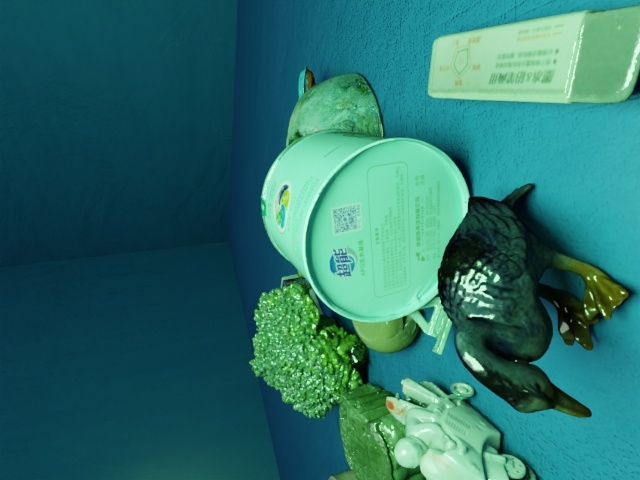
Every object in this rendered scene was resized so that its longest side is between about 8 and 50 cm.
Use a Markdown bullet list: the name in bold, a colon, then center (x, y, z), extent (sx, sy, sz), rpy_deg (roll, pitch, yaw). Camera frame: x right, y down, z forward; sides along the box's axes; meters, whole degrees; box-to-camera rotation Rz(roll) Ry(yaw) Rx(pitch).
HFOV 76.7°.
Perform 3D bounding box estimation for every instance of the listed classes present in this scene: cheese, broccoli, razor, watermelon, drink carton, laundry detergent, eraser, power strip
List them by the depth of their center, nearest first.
- **eraser**: center (0.233, -0.221, 0.506), extent (0.352, 0.061, 0.089), rpy_deg (-137, 44, -60)
- **laundry detergent**: center (0.054, -0.050, 0.726), extent (0.305, 0.287, 0.287), rpy_deg (-142, 48, -62)
- **razor**: center (0.119, 0.107, 0.752), extent (0.278, 0.056, 0.111), rpy_deg (15, 81, 46)
- **cheese**: center (0.136, 0.154, 0.863), extent (0.202, 0.091, 0.175), rpy_deg (-157, 63, -66)
- **watermelon**: center (0.023, -0.231, 0.918), extent (0.188, 0.175, 0.322), rpy_deg (-179, 81, -71)
- **cheese**: center (-0.027, -0.394, 1.083), extent (0.256, 0.037, 0.106), rpy_deg (-59, -28, -78)
- **broccoli**: center (-0.031, 0.312, 1.120), extent (0.277, 0.317, 0.338), rpy_deg (-49, 55, 10)
- **power strip**: center (0.086, 0.792, 1.236), extent (0.154, 0.078, 0.154), rpy_deg (174, 90, -68)
- **drink carton**: center (-0.068, 0.245, 1.452), extent (0.222, 0.102, 0.134), rpy_deg (-118, 31, -42)

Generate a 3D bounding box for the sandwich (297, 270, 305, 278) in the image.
- **sandwich**: center (0.002, 0.000, 1.177), extent (0.273, 0.095, 0.249), rpy_deg (175, 87, -69)

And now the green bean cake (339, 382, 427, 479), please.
- **green bean cake**: center (0.138, 0.462, 0.926), extent (0.227, 0.125, 0.222), rpy_deg (-171, 74, -65)

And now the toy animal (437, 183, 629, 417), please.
- **toy animal**: center (0.220, 0.046, 0.458), extent (0.122, 0.185, 0.298), rpy_deg (101, 173, -51)

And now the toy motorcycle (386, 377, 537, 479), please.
- **toy motorcycle**: center (0.193, 0.315, 0.644), extent (0.260, 0.171, 0.110), rpy_deg (-148, 55, -62)
